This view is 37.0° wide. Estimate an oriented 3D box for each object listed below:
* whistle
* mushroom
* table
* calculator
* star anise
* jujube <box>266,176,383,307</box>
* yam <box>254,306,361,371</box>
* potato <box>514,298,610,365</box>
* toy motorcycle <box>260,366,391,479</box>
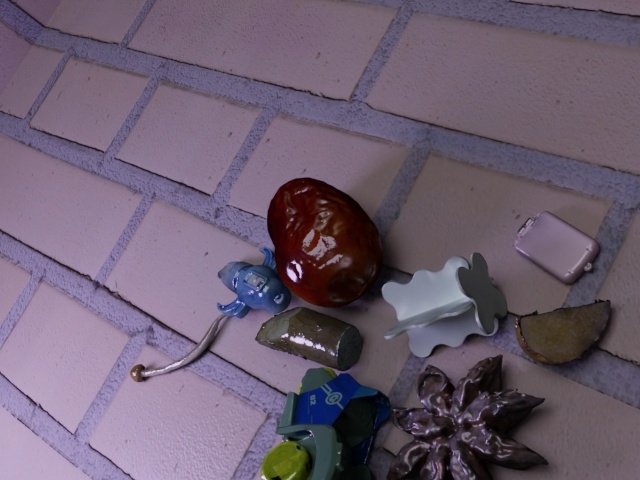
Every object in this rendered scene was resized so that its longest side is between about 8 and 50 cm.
[{"bbox_3d":[-0.150,0.099,2.129,0.180,0.093,0.269,-52,30,-9],"label":"whistle"},{"bbox_3d":[-0.313,0.253,2.198,0.306,0.043,0.068,-30,73,17],"label":"mushroom"},{"bbox_3d":[0.222,0.127,1.800,0.198,0.166,0.166,-24,52,33],"label":"table"},{"bbox_3d":[0.439,0.011,1.783,0.100,0.032,0.175,-51,47,1],"label":"calculator"},{"bbox_3d":[0.241,0.345,1.674,0.332,0.118,0.331,-23,51,31],"label":"star anise"},{"bbox_3d":[0.000,0.000,2.003,0.223,0.223,0.318,-42,43,8],"label":"jujube"},{"bbox_3d":[-0.032,0.194,1.981,0.259,0.106,0.106,14,73,39],"label":"yam"},{"bbox_3d":[0.427,0.168,1.683,0.172,0.089,0.100,-13,73,-7],"label":"potato"},{"bbox_3d":[0.028,0.367,1.790,0.200,0.191,0.326,-14,43,26],"label":"toy motorcycle"}]
